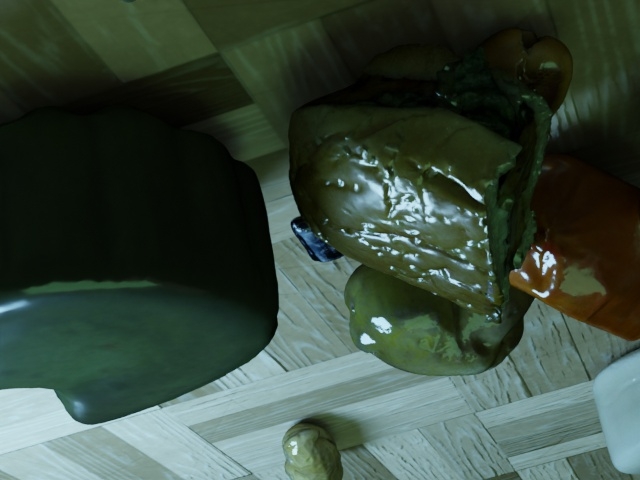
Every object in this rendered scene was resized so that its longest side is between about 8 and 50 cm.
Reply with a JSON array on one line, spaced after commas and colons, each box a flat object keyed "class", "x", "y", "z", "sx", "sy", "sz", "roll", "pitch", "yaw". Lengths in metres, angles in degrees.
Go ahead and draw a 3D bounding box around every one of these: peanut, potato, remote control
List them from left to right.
[{"class": "peanut", "x": -0.014, "y": 0.296, "z": 1.915, "sx": 0.080, "sy": 0.080, "sz": 0.174, "roll": -13, "pitch": 150, "yaw": 3}, {"class": "remote control", "x": 0.000, "y": 0.000, "z": 1.406, "sx": 0.039, "sy": 0.014, "sz": 0.096, "roll": -16, "pitch": 154, "yaw": 8}, {"class": "potato", "x": 0.125, "y": 0.067, "z": 1.461, "sx": 0.200, "sy": 0.137, "sz": 0.154, "roll": -6, "pitch": 122, "yaw": -11}]

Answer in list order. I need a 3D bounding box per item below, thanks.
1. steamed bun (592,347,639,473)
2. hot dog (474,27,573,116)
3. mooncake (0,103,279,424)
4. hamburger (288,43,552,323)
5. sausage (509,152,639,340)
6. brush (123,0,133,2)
[{"class": "steamed bun", "x": 0.470, "y": 0.208, "z": 1.849, "sx": 0.164, "sy": 0.146, "sz": 0.242, "roll": 12, "pitch": 147, "yaw": -44}, {"class": "hot dog", "x": 0.159, "y": -0.127, "z": 1.179, "sx": 0.090, "sy": 0.060, "sz": 0.140, "roll": -4, "pitch": 146, "yaw": -7}, {"class": "mooncake", "x": -0.210, "y": 0.023, "z": 1.182, "sx": 0.351, "sy": 0.187, "sz": 0.351, "roll": -6, "pitch": 154, "yaw": -3}, {"class": "hamburger", "x": 0.075, "y": -0.049, "z": 1.161, "sx": 0.211, "sy": 0.132, "sz": 0.309, "roll": 21, "pitch": 159, "yaw": 15}, {"class": "sausage", "x": 0.270, "y": 0.010, "z": 1.375, "sx": 0.268, "sy": 0.153, "sz": 0.141, "roll": 26, "pitch": 94, "yaw": -50}, {"class": "brush", "x": -0.187, "y": -0.237, "z": 0.840, "sx": 0.054, "sy": 0.048, "sz": 0.282, "roll": -27, "pitch": 142, "yaw": 23}]
